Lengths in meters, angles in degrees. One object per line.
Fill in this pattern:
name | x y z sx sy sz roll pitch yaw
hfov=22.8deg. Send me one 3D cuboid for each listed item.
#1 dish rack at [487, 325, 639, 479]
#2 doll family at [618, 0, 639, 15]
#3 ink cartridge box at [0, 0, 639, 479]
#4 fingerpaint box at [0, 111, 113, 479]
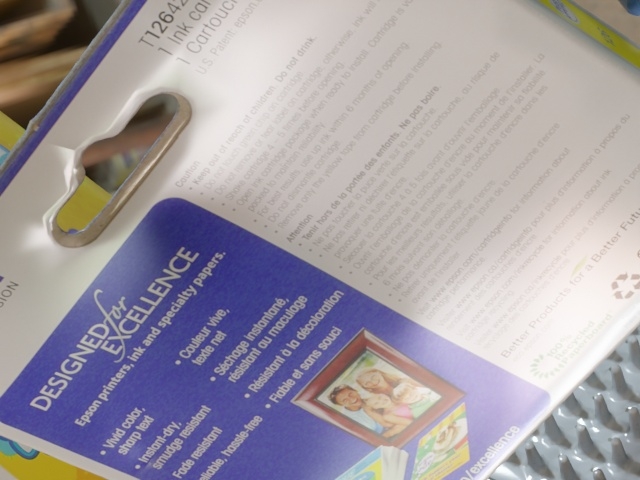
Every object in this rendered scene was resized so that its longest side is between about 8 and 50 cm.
dish rack | 0.190 0.085 1.040 0.333 0.285 0.072 20 152 30
doll family | 0.063 -0.128 0.833 0.263 0.163 0.118 -51 51 7
ink cartridge box | 0.000 0.000 0.720 0.303 0.307 0.072 -49 30 22
fingerpaint box | -0.318 0.073 0.996 0.445 0.163 0.371 37 111 -7
